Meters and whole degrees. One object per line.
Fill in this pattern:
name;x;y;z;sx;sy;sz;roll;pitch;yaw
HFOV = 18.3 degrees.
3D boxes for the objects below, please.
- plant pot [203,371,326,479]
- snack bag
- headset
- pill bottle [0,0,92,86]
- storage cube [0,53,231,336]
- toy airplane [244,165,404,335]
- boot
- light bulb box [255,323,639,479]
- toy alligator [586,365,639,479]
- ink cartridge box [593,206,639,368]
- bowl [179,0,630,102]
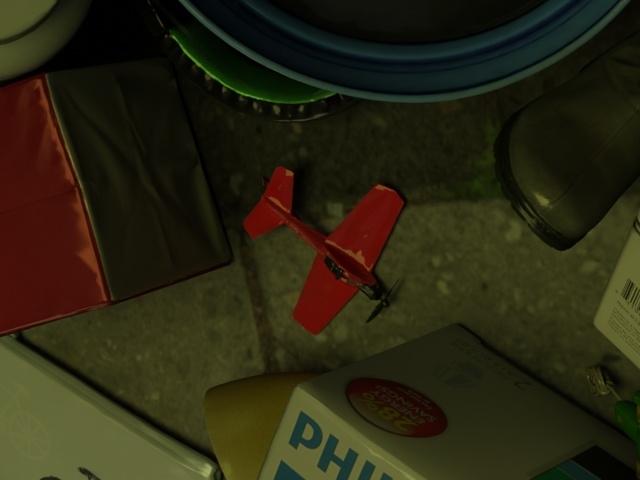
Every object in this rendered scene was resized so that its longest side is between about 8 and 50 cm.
plant pot;-0.015;0.154;1.526;0.095;0.134;0.134;-26;85;11
snack bag;-0.242;0.267;1.752;0.323;0.037;0.342;30;116;26
headset;-0.078;-0.264;1.423;0.243;0.185;0.394;-22;99;36
pill bottle;-0.252;-0.200;1.474;0.169;0.301;0.169;0;91;-10
storage cube;-0.214;-0.031;1.560;0.193;0.215;0.183;-16;91;29
toy airplane;0.000;0.000;1.527;0.151;0.028;0.151;10;108;33
boot;0.210;-0.101;1.231;0.083;0.246;0.161;48;129;-5
light bulb box;0.115;0.312;1.400;0.358;0.225;0.361;33;117;25
toy alligator;0.237;0.131;1.351;0.189;0.051;0.056;-118;22;-61
ink cartridge box;0.280;0.028;1.227;0.172;0.100;0.237;44;157;18
bowl;0.057;-0.288;1.291;0.391;0.077;0.391;1;103;4
